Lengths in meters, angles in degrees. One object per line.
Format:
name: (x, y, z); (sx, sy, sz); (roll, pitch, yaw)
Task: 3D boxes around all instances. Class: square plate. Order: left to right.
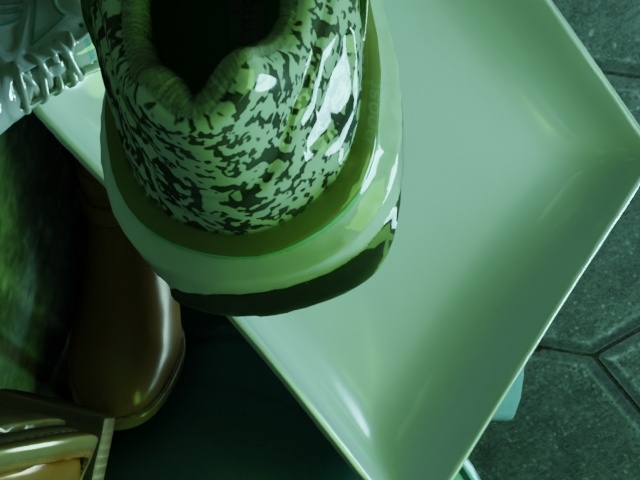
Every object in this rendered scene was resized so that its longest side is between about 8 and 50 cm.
square plate: (0.030, -0.068, 0.842); (0.344, 0.049, 0.347); (51, 56, -19)

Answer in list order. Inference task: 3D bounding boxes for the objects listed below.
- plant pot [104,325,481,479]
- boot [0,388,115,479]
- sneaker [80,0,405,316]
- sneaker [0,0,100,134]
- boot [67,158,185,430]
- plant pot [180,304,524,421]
plant pot: (-0.061, 0.237, 0.872); (0.255, 0.271, 0.272); (-54, 155, -42)
boot: (-0.173, 0.175, 0.612); (0.283, 0.109, 0.220); (85, 19, -84)
sneaker: (-0.042, -0.185, 0.584); (0.182, 0.158, 0.410); (74, 6, -72)
sneaker: (-0.135, -0.088, 0.648); (0.054, 0.061, 0.152); (93, 12, -45)
boot: (-0.119, -0.004, 0.818); (0.152, 0.073, 0.197); (88, 4, -54)
plant pot: (0.000, 0.000, 1.026); (0.252, 0.247, 0.248); (1, 99, -57)
